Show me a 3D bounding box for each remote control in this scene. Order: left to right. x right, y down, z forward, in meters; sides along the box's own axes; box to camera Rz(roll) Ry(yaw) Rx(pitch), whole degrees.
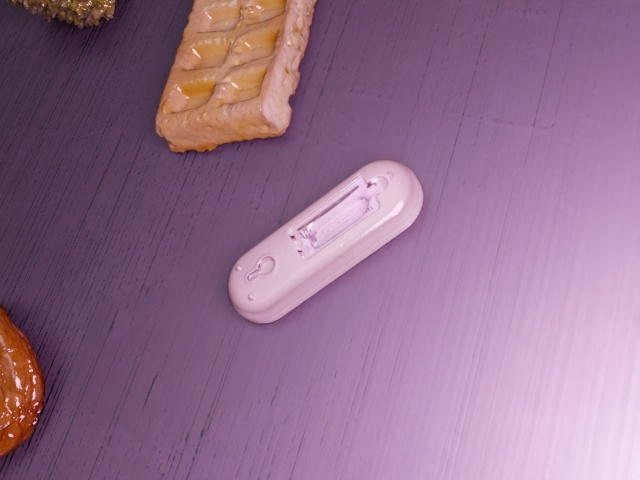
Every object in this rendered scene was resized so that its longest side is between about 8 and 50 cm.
[{"bbox_3d":[0.000,0.000,0.688,0.221,0.042,0.078,-35,54,9],"label":"remote control"}]

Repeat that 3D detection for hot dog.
[{"bbox_3d":[-0.403,0.145,0.808,0.227,0.099,0.160,33,81,40],"label":"hot dog"}]

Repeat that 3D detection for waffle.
[{"bbox_3d":[-0.098,-0.238,0.859,0.168,0.057,0.274,-1,65,30],"label":"waffle"}]

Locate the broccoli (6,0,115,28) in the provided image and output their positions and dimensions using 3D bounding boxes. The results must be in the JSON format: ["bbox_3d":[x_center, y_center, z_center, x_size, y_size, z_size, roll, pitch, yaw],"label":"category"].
[{"bbox_3d":[-0.362,-0.415,1.014,0.273,0.242,0.180,-34,75,18],"label":"broccoli"}]
